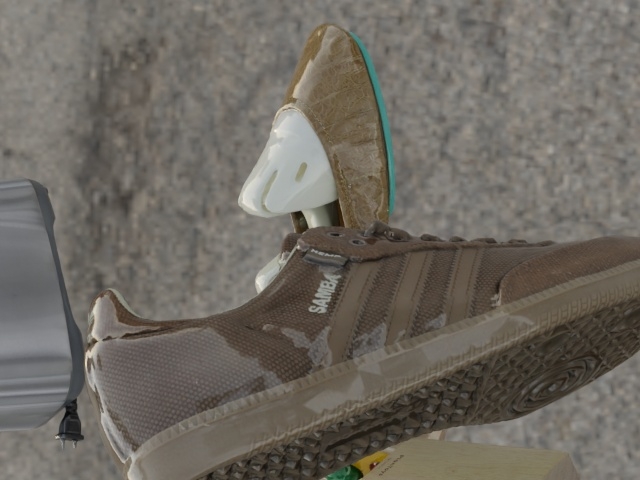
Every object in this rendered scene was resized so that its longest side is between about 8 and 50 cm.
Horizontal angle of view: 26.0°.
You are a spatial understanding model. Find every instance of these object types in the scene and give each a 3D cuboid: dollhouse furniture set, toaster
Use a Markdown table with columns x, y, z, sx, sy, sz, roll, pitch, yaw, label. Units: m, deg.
| x | y | z | sx | sy | sz | roll | pitch | yaw | label |
| --- | --- | --- | --- | --- | --- | --- | --- | --- | --- |
| 0.049 | 0.193 | 0.684 | 0.144 | 0.151 | 0.123 | -5 | 116 | 52 | dollhouse furniture set |
| -0.273 | 0.060 | 1.045 | 0.129 | 0.146 | 0.227 | -38 | 62 | 49 | toaster |

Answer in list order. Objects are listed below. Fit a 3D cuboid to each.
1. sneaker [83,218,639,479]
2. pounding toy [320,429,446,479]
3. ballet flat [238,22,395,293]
| x | y | z | sx | sy | sz | roll | pitch | yaw | label |
| --- | --- | --- | --- | --- | --- | --- | --- | --- | --- |
| 0.023 | 0.019 | 0.404 | 0.071 | 0.188 | 0.066 | 60 | 151 | 26 | sneaker |
| 0.079 | 0.173 | 1.276 | 0.206 | 0.181 | 0.094 | 92 | -165 | -59 | pounding toy |
| 0.000 | 0.000 | 1.136 | 0.116 | 0.124 | 0.342 | 15 | 117 | 58 | ballet flat |
